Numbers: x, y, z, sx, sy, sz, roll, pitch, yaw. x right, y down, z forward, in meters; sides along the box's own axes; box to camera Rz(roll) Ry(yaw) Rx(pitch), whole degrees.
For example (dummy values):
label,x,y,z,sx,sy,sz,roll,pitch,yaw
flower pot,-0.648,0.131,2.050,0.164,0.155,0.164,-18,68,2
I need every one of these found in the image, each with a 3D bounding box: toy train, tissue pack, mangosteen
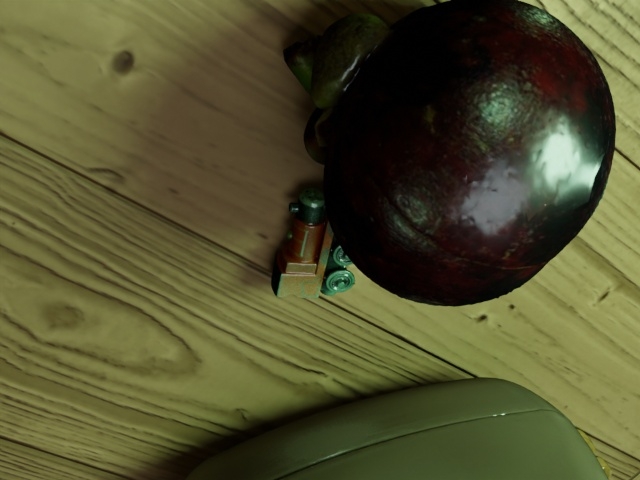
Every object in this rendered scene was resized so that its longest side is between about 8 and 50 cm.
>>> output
label,x,y,z,sx,sy,sz,roll,pitch,yaw
toy train,0.000,0.000,0.877,0.064,0.044,0.103,4,127,-13
tissue pack,0.059,0.281,0.992,0.387,0.277,0.267,-17,126,-11
mangosteen,0.086,-0.071,0.748,0.216,0.216,0.216,-12,132,-14

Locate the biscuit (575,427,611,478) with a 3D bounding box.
label,x,y,z,sx,sy,sz,roll,pitch,yaw
biscuit,0.256,0.265,1.219,0.133,0.027,0.184,-13,132,-11
